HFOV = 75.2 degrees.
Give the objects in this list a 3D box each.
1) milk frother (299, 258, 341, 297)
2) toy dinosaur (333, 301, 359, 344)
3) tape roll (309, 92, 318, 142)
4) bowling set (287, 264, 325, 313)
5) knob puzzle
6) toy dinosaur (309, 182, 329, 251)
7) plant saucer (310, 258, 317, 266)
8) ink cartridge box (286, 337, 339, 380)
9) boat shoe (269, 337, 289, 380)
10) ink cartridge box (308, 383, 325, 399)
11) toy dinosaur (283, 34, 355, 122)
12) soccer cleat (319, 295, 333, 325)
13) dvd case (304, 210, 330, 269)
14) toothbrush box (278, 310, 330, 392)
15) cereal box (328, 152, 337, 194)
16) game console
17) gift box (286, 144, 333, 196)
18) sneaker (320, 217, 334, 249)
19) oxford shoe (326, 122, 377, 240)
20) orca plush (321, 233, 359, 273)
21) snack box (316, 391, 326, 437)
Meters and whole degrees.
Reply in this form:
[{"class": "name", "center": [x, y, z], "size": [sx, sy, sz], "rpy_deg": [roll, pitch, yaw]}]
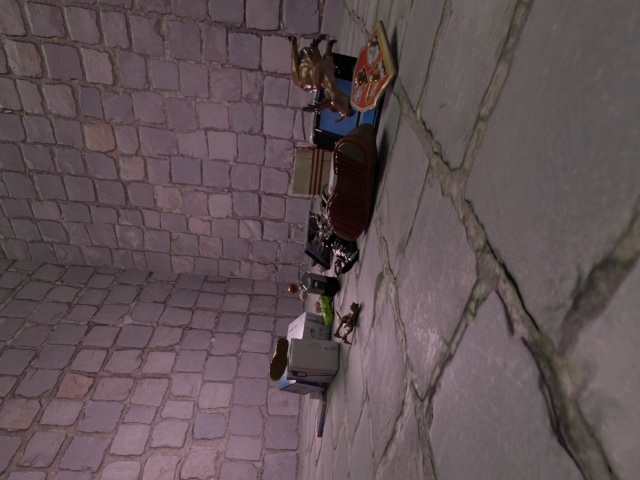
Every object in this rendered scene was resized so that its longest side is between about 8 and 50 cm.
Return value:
[{"class": "milk frother", "center": [0.008, 0.136, 1.600], "size": [0.129, 0.134, 0.143], "rpy_deg": [-25, 58, 49]}, {"class": "toy dinosaur", "center": [0.076, 0.235, 1.191], "size": [0.211, 0.064, 0.112], "rpy_deg": [125, 169, -63]}, {"class": "tape roll", "center": [0.056, -0.453, 1.448], "size": [0.246, 0.168, 0.247], "rpy_deg": [-174, 90, -86]}, {"class": "bowling set", "center": [-0.074, 0.246, 2.260], "size": [0.154, 0.199, 0.287], "rpy_deg": [150, 129, -86]}, {"class": "knob puzzle", "center": [0.112, -0.407, 1.029], "size": [0.213, 0.029, 0.214], "rpy_deg": [-178, 90, -67]}, {"class": "toy dinosaur", "center": [0.035, -0.113, 1.855], "size": [0.160, 0.120, 0.314], "rpy_deg": [52, 136, 35]}, {"class": "plant saucer", "center": [0.000, 0.000, 2.297], "size": [0.310, 0.050, 0.311], "rpy_deg": [-168, 90, -86]}, {"class": "ink cartridge box", "center": [-0.032, 0.441, 1.514], "size": [0.237, 0.171, 0.100], "rpy_deg": [103, 172, -59]}, {"class": "boat shoe", "center": [-0.146, 0.438, 1.503], "size": [0.170, 0.062, 0.059], "rpy_deg": [-76, -6, -48]}, {"class": "ink cartridge box", "center": [-0.017, 0.624, 1.832], "size": [0.181, 0.061, 0.105], "rpy_deg": [-92, 9, -56]}, {"class": "toy dinosaur", "center": [-0.024, -0.464, 1.185], "size": [0.296, 0.127, 0.201], "rpy_deg": [50, 148, 45]}, {"class": "soccer cleat", "center": [0.023, 0.280, 1.751], "size": [0.179, 0.060, 0.073], "rpy_deg": [-96, 10, -55]}, {"class": "dvd case", "center": [-0.010, -0.002, 2.000], "size": [0.180, 0.022, 0.253], "rpy_deg": [40, -142, -37]}, {"class": "toothbrush box", "center": [-0.065, 0.480, 1.763], "size": [0.216, 0.126, 0.296], "rpy_deg": [133, 152, -55]}, {"class": "cereal box", "center": [0.074, -0.326, 1.881], "size": [0.173, 0.047, 0.241], "rpy_deg": [-105, 20, -77]}, {"class": "game console", "center": [0.071, -0.364, 1.207], "size": [0.173, 0.250, 0.293], "rpy_deg": [-46, -30, -52]}, {"class": "gift box", "center": [-0.045, -0.368, 2.101], "size": [0.255, 0.276, 0.259], "rpy_deg": [-122, 39, -75]}, {"class": "sneaker", "center": [0.042, -0.018, 1.665], "size": [0.227, 0.087, 0.131], "rpy_deg": [152, 130, -79]}, {"class": "oxford shoe", "center": [0.099, -0.141, 1.098], "size": [0.130, 0.122, 0.348], "rpy_deg": [-54, -18, -38]}, {"class": "orca plush", "center": [0.052, 0.031, 1.352], "size": [0.287, 0.102, 0.151], "rpy_deg": [-94, 10, -65]}, {"class": "snack box", "center": [0.003, 0.720, 1.720], "size": [0.064, 0.022, 0.179], "rpy_deg": [-100, 16, -72]}]
